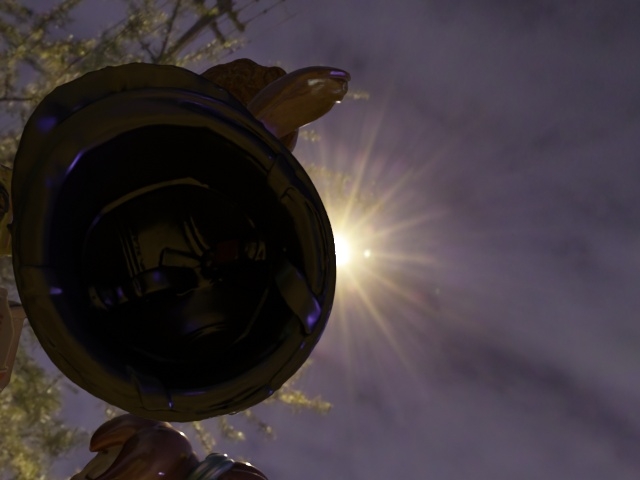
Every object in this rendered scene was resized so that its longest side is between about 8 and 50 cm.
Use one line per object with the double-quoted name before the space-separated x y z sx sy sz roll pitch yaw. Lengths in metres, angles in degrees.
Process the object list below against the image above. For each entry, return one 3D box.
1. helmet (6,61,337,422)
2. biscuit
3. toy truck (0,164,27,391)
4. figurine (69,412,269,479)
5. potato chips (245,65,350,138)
"helmet" -0.121 0.011 0.587 0.279 0.230 0.160 62 -18 9
"biscuit" -0.176 -0.241 1.441 0.273 0.257 0.049 -8 -13 16
"toy truck" -0.543 0.073 1.088 0.180 0.254 0.405 14 -90 18
"figurine" -0.270 0.370 0.875 0.276 0.388 0.248 -22 -80 54
"potato chips" -0.050 -0.237 1.199 0.208 0.195 0.062 -37 -104 37
